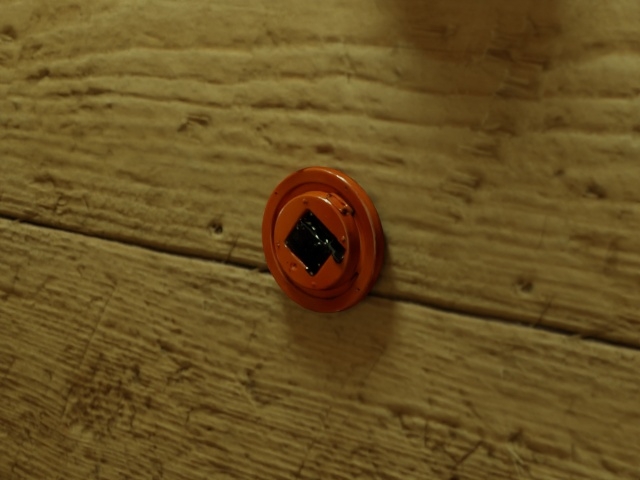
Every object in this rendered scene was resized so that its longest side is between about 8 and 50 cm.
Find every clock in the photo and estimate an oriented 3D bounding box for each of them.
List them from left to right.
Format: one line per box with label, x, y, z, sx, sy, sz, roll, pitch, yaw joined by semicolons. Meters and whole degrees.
clock;0.000;0.000;2.037;0.205;0.051;0.205;8;103;38
